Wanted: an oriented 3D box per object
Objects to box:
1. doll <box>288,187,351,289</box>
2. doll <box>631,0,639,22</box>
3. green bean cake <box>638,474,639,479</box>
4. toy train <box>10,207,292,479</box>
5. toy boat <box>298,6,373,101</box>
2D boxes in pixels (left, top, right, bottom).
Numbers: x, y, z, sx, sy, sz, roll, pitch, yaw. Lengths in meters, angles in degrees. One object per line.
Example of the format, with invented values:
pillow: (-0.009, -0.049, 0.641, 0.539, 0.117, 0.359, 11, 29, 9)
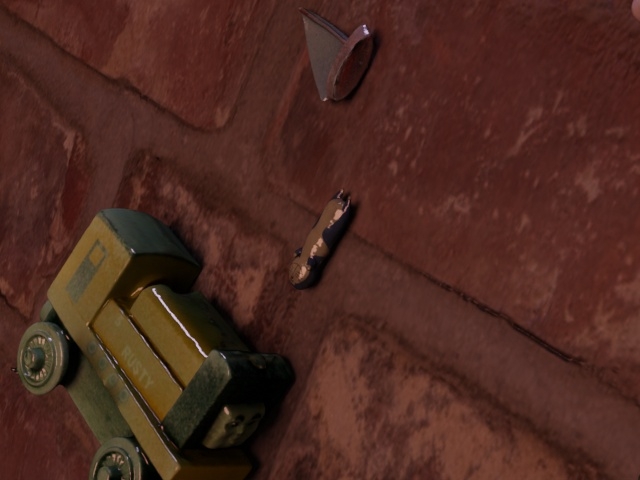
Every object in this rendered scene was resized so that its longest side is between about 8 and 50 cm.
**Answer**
doll: (0.000, 0.000, 1.129, 0.037, 0.027, 0.125, 47, 116, 43)
doll: (0.338, -0.155, 0.818, 0.160, 0.059, 0.161, -24, 69, 40)
green bean cake: (0.296, 0.266, 0.761, 0.193, 0.107, 0.208, -52, 46, 25)
toy train: (-0.203, 0.153, 1.220, 0.253, 0.160, 0.397, -54, 53, 15)
toy boat: (0.006, -0.213, 1.152, 0.122, 0.034, 0.096, 47, 116, 45)
